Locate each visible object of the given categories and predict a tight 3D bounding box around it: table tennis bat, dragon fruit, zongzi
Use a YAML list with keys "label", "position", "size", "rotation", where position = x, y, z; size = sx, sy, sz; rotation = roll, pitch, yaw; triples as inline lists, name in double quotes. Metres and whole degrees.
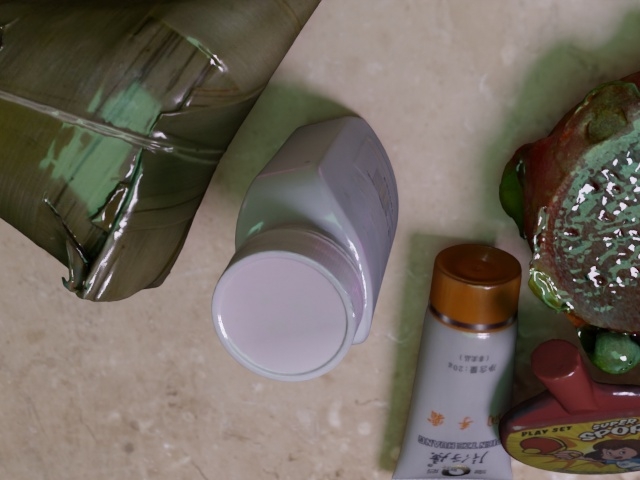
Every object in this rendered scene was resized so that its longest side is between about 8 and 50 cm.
- label: "table tennis bat"
  position: [0.264, 0.172, 0.774]
  size: [0.200, 0.038, 0.310]
  rotation: [-15, 145, 24]
- label: "dragon fruit"
  position: [0.302, -0.024, 0.714]
  size: [0.268, 0.130, 0.295]
  rotation: [21, 115, 1]
- label: "zongzi"
  position: [-0.254, -0.204, 0.738]
  size: [0.447, 0.181, 0.418]
  rotation: [35, 99, -2]

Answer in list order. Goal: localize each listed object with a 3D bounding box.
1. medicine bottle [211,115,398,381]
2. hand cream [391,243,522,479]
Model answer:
- label: "medicine bottle"
  position: [0.000, 0.000, 0.690]
  size: [0.111, 0.296, 0.161]
  rotation: [-11, 111, 14]
- label: "hand cream"
  position: [0.146, 0.157, 0.851]
  size: [0.140, 0.089, 0.314]
  rotation: [-2, 120, 2]
